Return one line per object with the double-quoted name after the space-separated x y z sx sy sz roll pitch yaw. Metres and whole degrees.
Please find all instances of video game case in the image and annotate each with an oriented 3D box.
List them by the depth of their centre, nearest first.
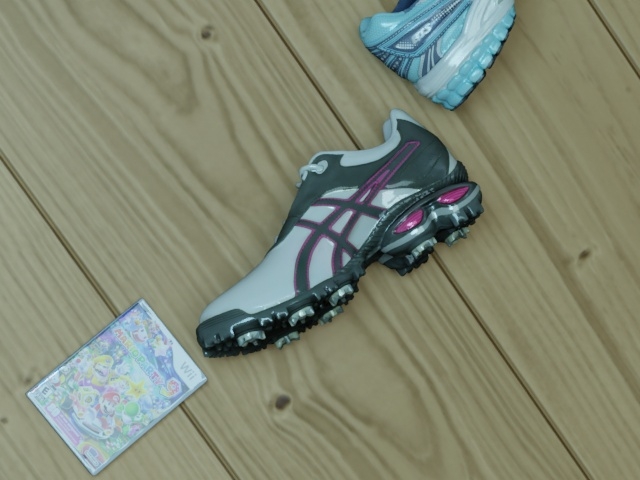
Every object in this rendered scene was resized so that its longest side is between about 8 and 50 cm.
-0.164 0.118 1.517 0.122 0.011 0.087 -40 98 -14 "video game case"

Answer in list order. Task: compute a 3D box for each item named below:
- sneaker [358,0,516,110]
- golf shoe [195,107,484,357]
0.129 -0.257 1.565 0.122 0.110 0.283 28 81 -10 "sneaker"
0.000 0.000 1.535 0.273 0.105 0.120 -31 80 -20 "golf shoe"
